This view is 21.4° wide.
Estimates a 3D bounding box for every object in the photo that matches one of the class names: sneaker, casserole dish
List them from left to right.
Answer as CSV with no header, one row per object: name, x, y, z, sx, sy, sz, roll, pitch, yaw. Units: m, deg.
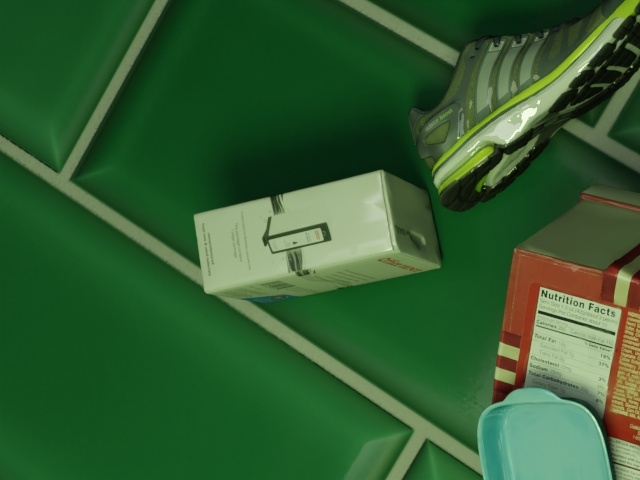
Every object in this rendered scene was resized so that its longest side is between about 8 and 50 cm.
sneaker,0.202,-0.166,1.637,0.300,0.111,0.121,-41,68,12
casserole dish,0.196,0.206,1.406,0.114,0.037,0.188,-5,102,30

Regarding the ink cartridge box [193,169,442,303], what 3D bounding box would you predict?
ink cartridge box,0.000,0.000,1.679,0.203,0.148,0.085,-13,79,20

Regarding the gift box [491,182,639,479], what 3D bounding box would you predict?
gift box,0.289,0.113,1.499,0.255,0.258,0.276,20,115,23
